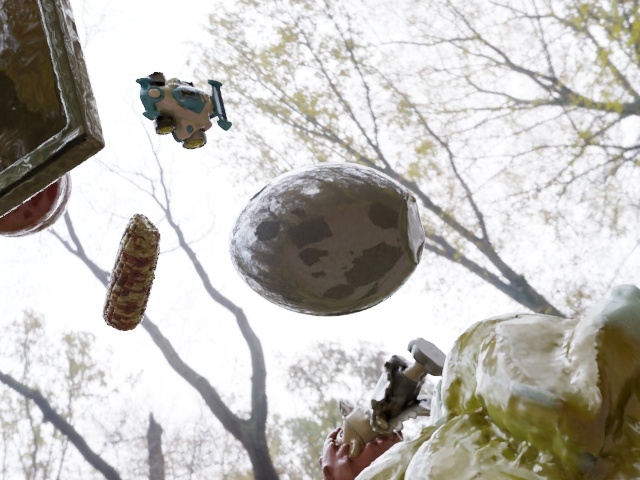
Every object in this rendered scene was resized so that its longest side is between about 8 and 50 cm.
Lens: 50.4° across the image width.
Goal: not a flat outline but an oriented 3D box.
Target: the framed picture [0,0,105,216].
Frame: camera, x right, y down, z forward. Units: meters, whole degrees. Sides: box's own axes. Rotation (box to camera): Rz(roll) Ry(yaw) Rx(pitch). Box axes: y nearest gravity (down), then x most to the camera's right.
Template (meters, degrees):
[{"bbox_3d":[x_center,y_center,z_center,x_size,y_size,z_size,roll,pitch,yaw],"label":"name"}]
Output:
[{"bbox_3d":[-0.274,-0.073,0.386,0.335,0.247,0.022,-29,-24,17],"label":"framed picture"}]

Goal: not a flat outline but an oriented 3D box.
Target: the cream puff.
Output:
[{"bbox_3d":[0.202,0.228,0.522,0.378,0.275,0.379,0,-84,0],"label":"cream puff"}]

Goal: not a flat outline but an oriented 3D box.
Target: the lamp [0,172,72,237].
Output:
[{"bbox_3d":[-0.347,-0.064,0.688,0.182,0.182,0.140,29,-101,-35],"label":"lamp"}]

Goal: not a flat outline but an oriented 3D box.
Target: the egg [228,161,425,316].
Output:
[{"bbox_3d":[0.000,0.000,0.782,0.176,0.231,0.176,11,-103,-56],"label":"egg"}]

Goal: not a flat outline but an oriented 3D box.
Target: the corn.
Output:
[{"bbox_3d":[-0.405,0.072,1.468,0.098,0.098,0.290,5,-59,-29],"label":"corn"}]

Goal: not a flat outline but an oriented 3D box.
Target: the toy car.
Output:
[{"bbox_3d":[-0.236,-0.242,1.184,0.098,0.126,0.161,-21,-16,20],"label":"toy car"}]

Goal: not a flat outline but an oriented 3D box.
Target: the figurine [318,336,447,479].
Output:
[{"bbox_3d":[0.089,0.344,1.194,0.387,0.166,0.207,-55,-20,14],"label":"figurine"}]
